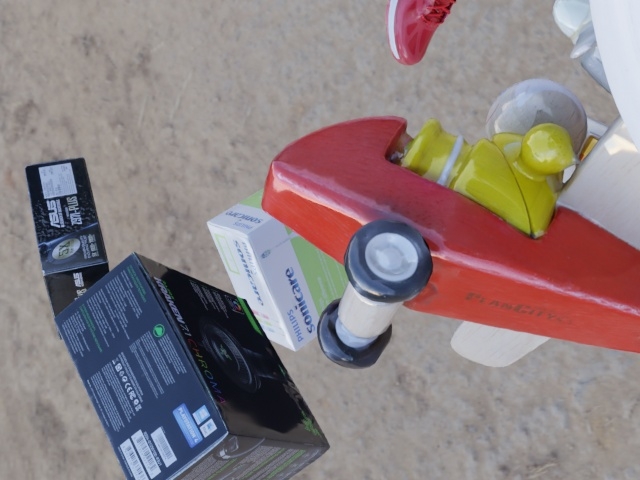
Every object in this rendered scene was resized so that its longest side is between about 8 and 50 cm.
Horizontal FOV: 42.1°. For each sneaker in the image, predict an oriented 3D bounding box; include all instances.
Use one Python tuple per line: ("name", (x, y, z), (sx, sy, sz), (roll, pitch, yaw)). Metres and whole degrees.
("sneaker", (0.170, -0.341, 1.141), (0.128, 0.087, 0.221), (26, 120, 37))

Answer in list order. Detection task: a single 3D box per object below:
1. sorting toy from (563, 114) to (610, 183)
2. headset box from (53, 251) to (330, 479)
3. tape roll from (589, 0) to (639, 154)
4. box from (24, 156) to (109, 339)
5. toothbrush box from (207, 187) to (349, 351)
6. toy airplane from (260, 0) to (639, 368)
("sorting toy", (0.334, -0.085, 1.168), (0.038, 0.208, 0.193), (-96, 30, -70))
("headset box", (-0.140, 0.176, 0.996), (0.131, 0.283, 0.246), (-38, 62, 9))
("tape roll", (0.224, -0.098, 0.240), (0.246, 0.169, 0.246), (51, 151, 42))
("box", (-0.320, 0.009, 1.069), (0.147, 0.078, 0.180), (101, 153, -52))
("toothbrush box", (0.000, 0.000, 1.282), (0.122, 0.283, 0.206), (14, 132, 50))
("toy airplane", (0.199, -0.016, 0.669), (0.386, 0.384, 0.272), (-15, 51, 34))
